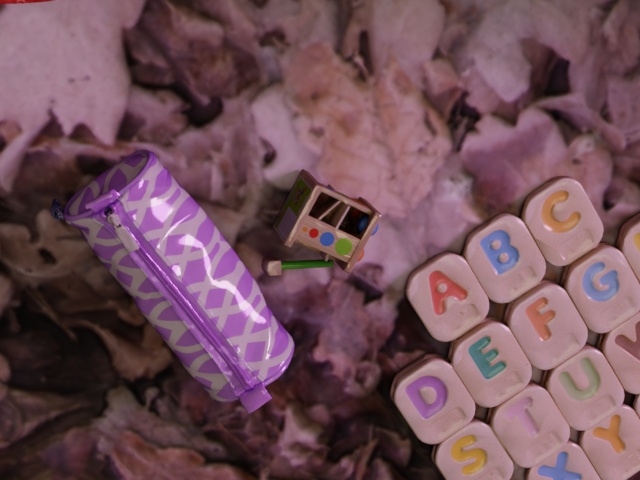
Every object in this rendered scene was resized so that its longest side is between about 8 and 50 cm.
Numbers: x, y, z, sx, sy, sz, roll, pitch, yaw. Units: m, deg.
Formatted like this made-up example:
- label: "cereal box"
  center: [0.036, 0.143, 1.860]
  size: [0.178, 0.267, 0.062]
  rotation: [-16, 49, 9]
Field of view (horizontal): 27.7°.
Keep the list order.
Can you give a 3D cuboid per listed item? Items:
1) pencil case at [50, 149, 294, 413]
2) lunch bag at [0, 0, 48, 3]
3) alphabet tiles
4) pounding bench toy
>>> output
- label: "pencil case"
  center: [-0.103, 0.028, 0.967]
  size: [0.086, 0.088, 0.206]
  rotation: [-37, 111, 2]
- label: "lunch bag"
  center: [-0.090, -0.232, 0.804]
  size: [0.293, 0.258, 0.120]
  rotation: [-15, 108, -8]
- label: "alphabet tiles"
  center: [0.206, 0.098, 1.093]
  size: [0.284, 0.021, 0.278]
  rotation: [-33, 110, -2]
- label: "pounding bench toy"
  center: [0.000, 0.000, 1.000]
  size: [0.065, 0.052, 0.083]
  rotation: [25, 99, -19]
